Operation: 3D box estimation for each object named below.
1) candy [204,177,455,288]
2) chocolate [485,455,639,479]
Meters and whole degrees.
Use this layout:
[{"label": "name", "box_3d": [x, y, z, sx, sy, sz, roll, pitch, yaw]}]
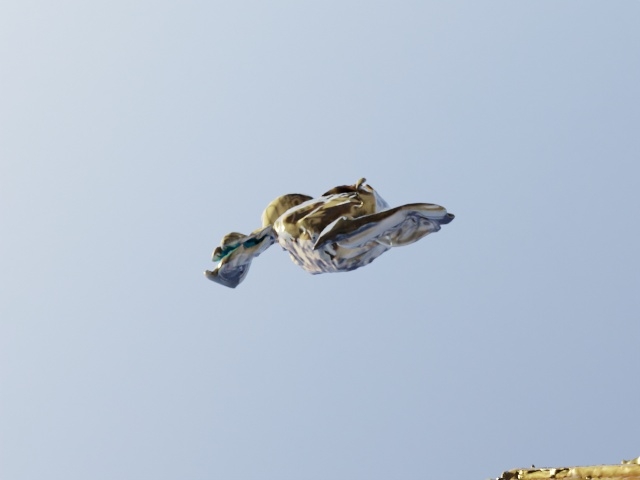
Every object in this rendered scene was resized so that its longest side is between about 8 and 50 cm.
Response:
[{"label": "candy", "box_3d": [0.000, -0.001, 1.023, 0.094, 0.051, 0.226, -32, -171, -26]}, {"label": "chocolate", "box_3d": [0.249, 0.227, 1.429, 0.329, 0.065, 0.102, -13, -114, 55]}]
